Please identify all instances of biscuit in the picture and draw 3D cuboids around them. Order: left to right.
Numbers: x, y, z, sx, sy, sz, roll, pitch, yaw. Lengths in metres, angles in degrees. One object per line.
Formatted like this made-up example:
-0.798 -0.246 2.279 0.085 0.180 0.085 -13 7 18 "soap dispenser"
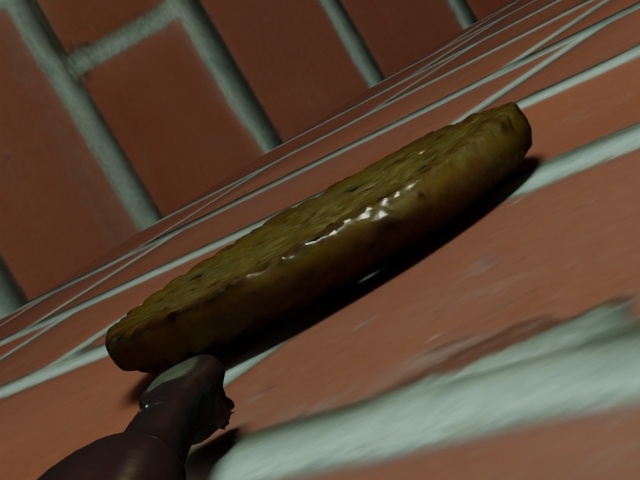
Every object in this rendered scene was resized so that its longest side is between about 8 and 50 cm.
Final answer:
0.001 0.001 0.664 0.188 0.027 0.188 -29 5 3 "biscuit"

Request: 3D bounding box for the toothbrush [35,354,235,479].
-0.044 0.063 0.301 0.041 0.041 0.364 -30 5 5 "toothbrush"
